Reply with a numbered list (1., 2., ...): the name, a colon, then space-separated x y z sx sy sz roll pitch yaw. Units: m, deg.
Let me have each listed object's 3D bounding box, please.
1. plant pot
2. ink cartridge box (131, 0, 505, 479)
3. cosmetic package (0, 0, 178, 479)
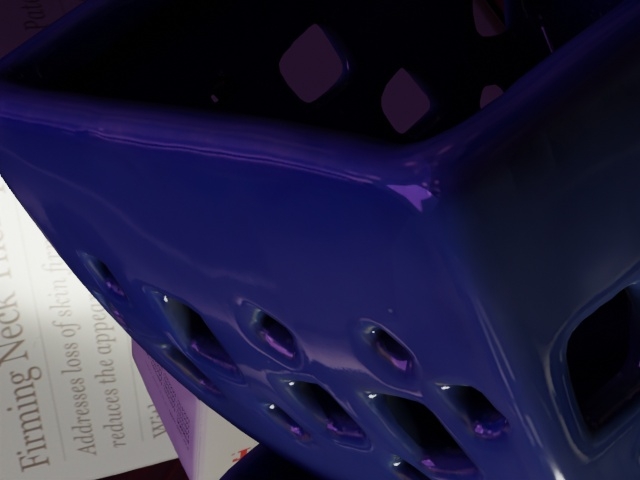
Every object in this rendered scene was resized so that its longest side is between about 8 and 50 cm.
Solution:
1. plant pot: 0.070 -0.005 0.537 0.236 0.236 0.212 16 135 51
2. ink cartridge box: 0.000 0.000 0.853 0.100 0.172 0.237 59 158 30
3. cosmetic package: -0.248 -0.053 1.078 0.327 0.393 0.329 -116 18 -46
